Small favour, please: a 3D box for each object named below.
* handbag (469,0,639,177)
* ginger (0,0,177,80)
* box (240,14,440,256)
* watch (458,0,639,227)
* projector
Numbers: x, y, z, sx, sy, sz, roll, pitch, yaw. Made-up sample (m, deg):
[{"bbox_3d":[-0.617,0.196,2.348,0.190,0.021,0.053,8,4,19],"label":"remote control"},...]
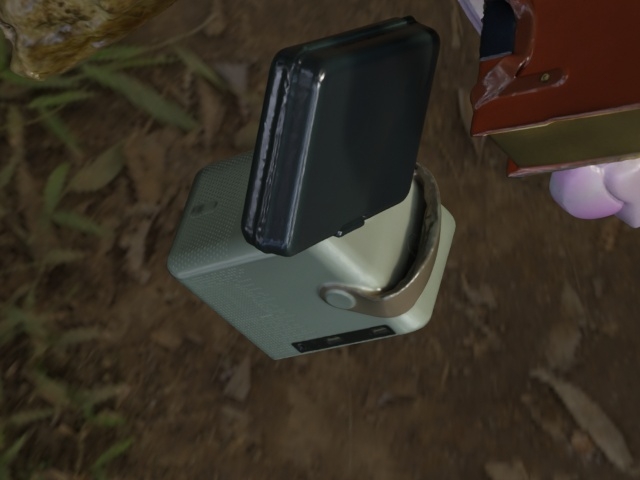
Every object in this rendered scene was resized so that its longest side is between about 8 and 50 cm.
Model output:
[{"bbox_3d":[0.169,-0.106,0.948,0.190,0.127,0.063,-9,148,30],"label":"handbag"},{"bbox_3d":[-0.041,-0.222,0.967,0.166,0.375,0.236,42,143,16],"label":"ginger"},{"bbox_3d":[0.019,-0.085,1.487,0.050,0.230,0.160,18,110,21],"label":"box"},{"bbox_3d":[0.205,-0.169,1.449,0.211,0.248,0.217,-37,59,-2],"label":"watch"},{"bbox_3d":[0.000,0.000,1.856,0.242,0.163,0.177,-13,138,40],"label":"projector"}]
